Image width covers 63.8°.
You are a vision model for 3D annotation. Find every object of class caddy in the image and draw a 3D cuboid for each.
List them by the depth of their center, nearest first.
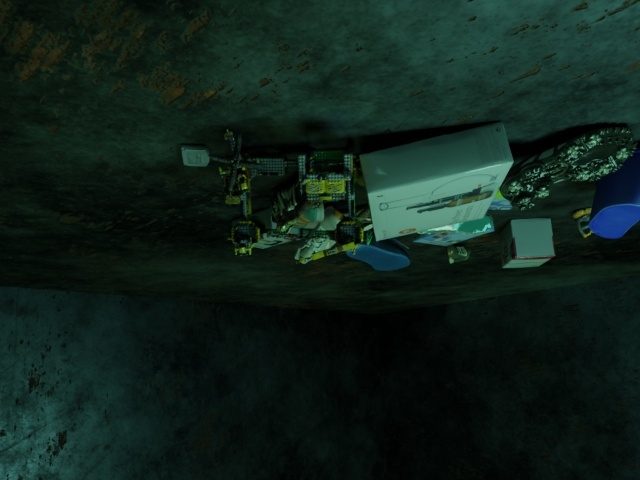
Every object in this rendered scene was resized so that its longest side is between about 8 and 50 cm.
[{"bbox_3d":[0.773,-0.105,1.190,0.241,0.179,0.341,19,171,17],"label":"caddy"}]

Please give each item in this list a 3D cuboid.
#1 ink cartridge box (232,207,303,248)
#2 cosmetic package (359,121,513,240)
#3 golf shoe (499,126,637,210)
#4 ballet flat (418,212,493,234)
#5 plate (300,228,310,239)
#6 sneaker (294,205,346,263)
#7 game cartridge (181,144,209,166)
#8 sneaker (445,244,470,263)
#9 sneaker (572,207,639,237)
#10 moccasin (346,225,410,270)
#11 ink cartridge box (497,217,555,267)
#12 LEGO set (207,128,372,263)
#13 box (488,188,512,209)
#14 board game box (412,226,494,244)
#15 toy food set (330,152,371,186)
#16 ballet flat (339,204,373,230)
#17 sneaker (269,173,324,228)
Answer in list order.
[{"bbox_3d":[-0.157,-0.033,1.514,0.175,0.072,0.127,-16,161,40],"label":"ink cartridge box"},{"bbox_3d":[0.246,-0.113,1.162,0.284,0.097,0.377,-11,164,6],"label":"cosmetic package"},{"bbox_3d":[0.506,-0.170,1.082,0.273,0.105,0.120,-24,-158,18],"label":"golf shoe"},{"bbox_3d":[0.376,-0.064,1.502,0.241,0.091,0.077,2,-164,1],"label":"ballet flat"},{"bbox_3d":[-0.055,-0.028,1.645,0.188,0.024,0.188,-3,166,-1],"label":"plate"},{"bbox_3d":[0.000,0.000,1.474,0.099,0.121,0.262,41,151,3],"label":"sneaker"},{"bbox_3d":[-0.259,-0.176,1.069,0.056,0.017,0.083,4,164,-10],"label":"game cartridge"},{"bbox_3d":[0.517,0.040,1.924,0.086,0.064,0.192,-14,163,13],"label":"sneaker"},{"bbox_3d":[0.882,-0.054,1.567,0.215,0.083,0.084,-4,164,2],"label":"sneaker"},{"bbox_3d":[0.194,0.011,1.669,0.138,0.116,0.342,-23,153,24],"label":"moccasin"},{"bbox_3d":[0.675,0.012,1.697,0.127,0.128,0.176,-3,165,5],"label":"ink cartridge box"},{"bbox_3d":[-0.055,-0.074,1.012,0.331,0.255,0.192,8,-167,4],"label":"LEGO set"},{"bbox_3d":[0.481,-0.125,1.315,0.109,0.042,0.178,1,165,-9],"label":"box"},{"bbox_3d":[0.431,-0.028,1.684,0.160,0.039,0.211,7,163,-32],"label":"board game box"},{"bbox_3d":[0.122,-0.156,1.153,0.192,0.038,0.132,-2,165,-3],"label":"toy food set"},{"bbox_3d":[0.097,-0.055,1.476,0.206,0.067,0.073,-14,162,38],"label":"ballet flat"},{"bbox_3d":[-0.062,-0.085,1.262,0.121,0.108,0.302,-4,167,-9],"label":"sneaker"}]
